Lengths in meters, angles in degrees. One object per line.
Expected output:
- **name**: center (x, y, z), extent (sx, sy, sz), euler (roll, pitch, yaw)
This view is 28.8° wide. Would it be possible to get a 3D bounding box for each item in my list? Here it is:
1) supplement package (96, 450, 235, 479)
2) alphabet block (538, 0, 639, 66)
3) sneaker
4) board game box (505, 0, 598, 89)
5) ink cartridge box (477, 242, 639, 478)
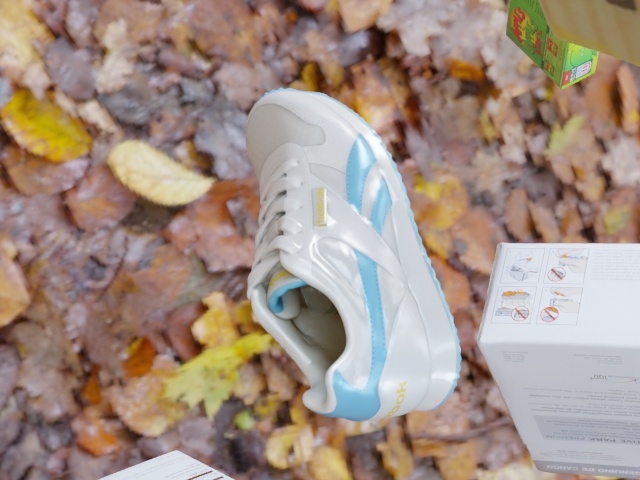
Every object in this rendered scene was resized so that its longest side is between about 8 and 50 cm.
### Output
- **supplement package**: center (-0.087, 0.295, 0.920), extent (0.149, 0.203, 0.194), euler (-8, 119, -65)
- **alphabet block**: center (0.207, -0.202, 0.595), extent (0.192, 0.193, 0.197), euler (-51, 140, -10)
- **sneaker**: center (0.000, 0.000, 0.746), extent (0.092, 0.087, 0.228), euler (-4, 56, -36)
- **board game box**: center (0.223, -0.238, 1.160), extent (0.043, 0.181, 0.092), euler (-27, 57, -16)
- **ink cartridge box**: center (0.346, 0.130, 1.263), extent (0.272, 0.309, 0.130), euler (62, 37, -47)
